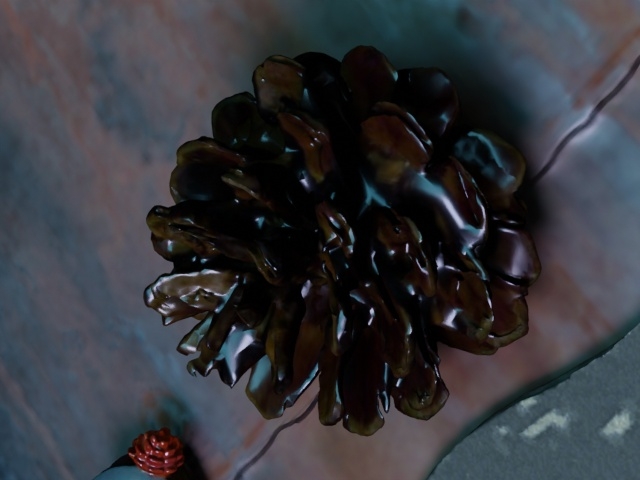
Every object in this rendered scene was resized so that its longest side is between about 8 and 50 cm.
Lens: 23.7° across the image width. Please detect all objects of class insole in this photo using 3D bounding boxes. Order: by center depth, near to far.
[{"bbox_3d":[0.103,0.079,0.540,0.248,0.011,0.081,-45,73,32],"label":"insole"}]

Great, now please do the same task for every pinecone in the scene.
[{"bbox_3d":[0.001,0.001,0.530,0.140,0.121,0.140,22,123,38],"label":"pinecone"}]

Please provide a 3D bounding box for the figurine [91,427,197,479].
[{"bbox_3d":[-0.058,0.134,0.639,0.060,0.047,0.106,-40,77,41],"label":"figurine"}]
